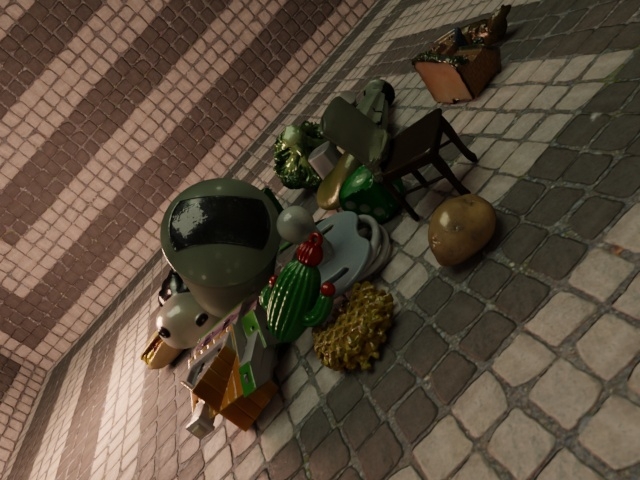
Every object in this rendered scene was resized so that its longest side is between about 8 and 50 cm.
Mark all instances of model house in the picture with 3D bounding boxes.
[{"bbox_3d":[0.387,-0.489,1.372,0.172,0.166,0.183,-47,34,-6],"label":"model house"}]

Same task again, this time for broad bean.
[{"bbox_3d":[0.079,-0.177,1.506,0.263,0.121,0.189,-41,24,57],"label":"broad bean"}]

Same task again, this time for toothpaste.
[{"bbox_3d":[0.100,-0.460,1.849,0.096,0.061,0.266,-51,-10,-9],"label":"toothpaste"}]

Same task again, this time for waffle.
[{"bbox_3d":[0.061,0.172,1.010,0.193,0.070,0.197,-57,24,-20],"label":"waffle"}]

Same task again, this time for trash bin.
[{"bbox_3d":[-0.245,0.035,1.307,0.280,0.280,0.432,-59,-8,-23],"label":"trash bin"}]

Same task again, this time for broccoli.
[{"bbox_3d":[-0.058,-0.312,1.780,0.270,0.270,0.270,-50,-21,-4],"label":"broccoli"}]

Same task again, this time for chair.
[{"bbox_3d":[0.174,-0.208,1.086,0.186,0.319,0.160,-25,32,43],"label":"chair"}]

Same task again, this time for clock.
[{"bbox_3d":[-0.197,0.304,1.151,0.235,0.166,0.309,-41,17,18],"label":"clock"}]

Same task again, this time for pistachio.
[{"bbox_3d":[-0.524,0.356,1.725,0.200,0.117,0.145,-57,-15,-1],"label":"pistachio"}]

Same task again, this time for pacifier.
[{"bbox_3d":[0.000,0.000,1.163,0.244,0.233,0.299,-43,30,15],"label":"pacifier"}]

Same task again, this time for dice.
[{"bbox_3d":[0.132,-0.120,1.284,0.128,0.120,0.131,-30,27,40],"label":"dice"}]

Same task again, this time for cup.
[{"bbox_3d":[0.036,-0.258,1.670,0.095,0.129,0.128,-28,26,27],"label":"cup"}]

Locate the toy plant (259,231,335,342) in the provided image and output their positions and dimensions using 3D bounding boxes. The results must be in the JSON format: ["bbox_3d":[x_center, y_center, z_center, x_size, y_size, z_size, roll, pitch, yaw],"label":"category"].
[{"bbox_3d":[-0.039,0.111,1.047,0.088,0.155,0.240,-5,-34,-52],"label":"toy plant"}]

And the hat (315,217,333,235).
[{"bbox_3d":[0.028,0.017,1.335,0.146,0.067,0.146,-6,74,21],"label":"hat"}]

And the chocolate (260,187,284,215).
[{"bbox_3d":[-0.310,0.002,1.829,0.360,0.161,0.341,-11,43,57],"label":"chocolate"}]

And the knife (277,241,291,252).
[{"bbox_3d":[-0.102,0.004,1.643,0.212,0.015,0.054,-35,18,30],"label":"knife"}]

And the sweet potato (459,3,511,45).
[{"bbox_3d":[0.446,-0.595,1.511,0.310,0.098,0.124,-34,34,39],"label":"sweet potato"}]

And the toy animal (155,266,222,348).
[{"bbox_3d":[-0.422,0.229,1.627,0.212,0.212,0.267,-38,41,24],"label":"toy animal"}]

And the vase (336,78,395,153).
[{"bbox_3d":[0.160,-0.407,1.658,0.165,0.165,0.360,-29,26,38],"label":"vase"}]

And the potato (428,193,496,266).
[{"bbox_3d":[0.257,-0.024,0.928,0.147,0.112,0.112,-47,22,-15],"label":"potato"}]
